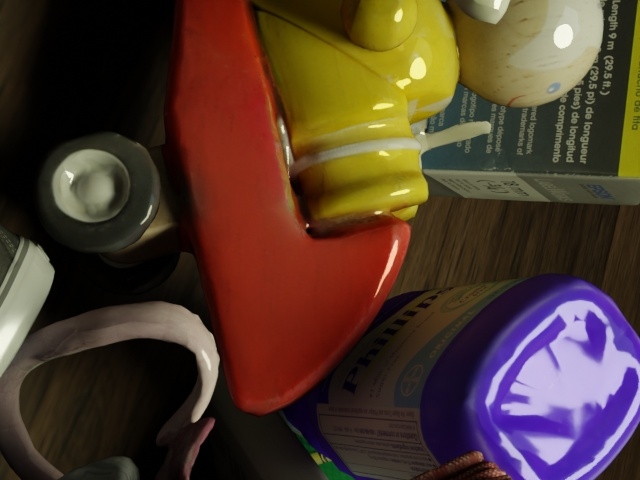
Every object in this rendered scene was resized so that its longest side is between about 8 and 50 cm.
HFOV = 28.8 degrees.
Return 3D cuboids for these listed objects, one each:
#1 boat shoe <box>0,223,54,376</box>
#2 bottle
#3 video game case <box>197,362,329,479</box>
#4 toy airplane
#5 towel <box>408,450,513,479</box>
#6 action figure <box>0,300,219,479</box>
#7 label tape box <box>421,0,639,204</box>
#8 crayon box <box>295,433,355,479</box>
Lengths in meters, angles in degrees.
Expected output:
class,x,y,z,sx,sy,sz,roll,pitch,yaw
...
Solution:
class,x,y,z,sx,sy,sz,roll,pitch,yaw
boat shoe,-0.196,0.076,0.534,0.076,0.080,0.228,43,58,-28
bottle,0.054,0.081,0.687,0.118,0.283,0.092,-42,102,-22
video game case,0.011,0.267,0.738,0.036,0.329,0.299,-16,114,-17
toy airplane,0.016,-0.147,0.671,0.386,0.273,0.384,-83,180,-58
towel,-0.062,0.228,0.464,0.037,0.329,0.237,-123,-161,-71
action figure,-0.095,0.248,0.638,0.370,0.248,0.275,52,33,-47
label tape box,0.184,-0.152,0.929,0.106,0.334,0.240,25,72,-60
crayon box,0.083,0.184,1.055,0.278,0.081,0.165,-32,122,-56
